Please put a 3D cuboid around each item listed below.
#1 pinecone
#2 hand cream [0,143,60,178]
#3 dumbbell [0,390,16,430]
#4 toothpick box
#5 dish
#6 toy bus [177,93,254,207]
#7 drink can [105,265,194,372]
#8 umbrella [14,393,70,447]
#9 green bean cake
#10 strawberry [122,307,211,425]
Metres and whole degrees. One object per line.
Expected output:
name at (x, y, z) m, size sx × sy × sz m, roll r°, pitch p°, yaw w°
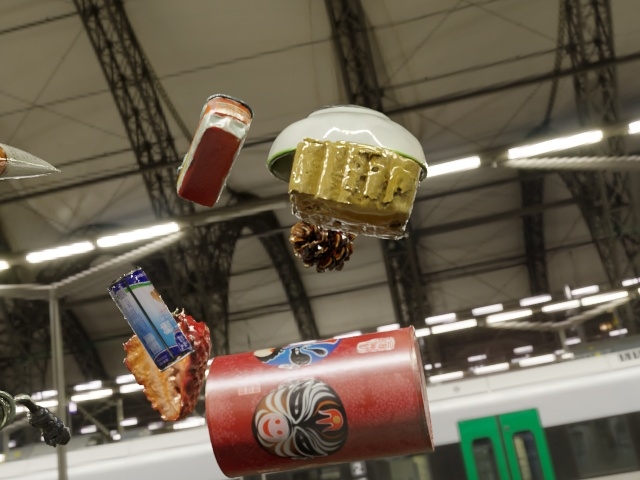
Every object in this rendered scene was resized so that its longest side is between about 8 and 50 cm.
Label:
pinecone at (0.000, 0.000, 1.895) m, size 0.174 × 0.173 × 0.173 m, roll -8°, pitch -18°, yaw -3°
hand cream at (-0.761, -0.195, 1.863) m, size 0.140 × 0.089 × 0.314 m, roll 15°, pitch 6°, yaw 5°
dumbbell at (-0.666, 0.349, 1.556) m, size 0.082 × 0.081 × 0.254 m, roll -4°, pitch -7°, yaw -16°
toothpick box at (0.004, 0.262, 1.242) m, size 0.334 × 0.204 × 0.204 m, roll -9°, pitch -18°, yaw 7°
dish at (0.057, -0.194, 1.541) m, size 0.324 × 0.124 × 0.324 m, roll 3°, pitch -11°, yaw 1°
toy bus at (-0.243, -0.198, 1.742) m, size 0.121 × 0.119 × 0.265 m, roll 21°, pitch -50°, yaw -13°
drink can at (-0.392, 0.181, 1.765) m, size 0.097 × 0.235 × 0.097 m, roll -34°, pitch -1°, yaw 0°
umbrella at (-0.725, 0.472, 2.008) m, size 0.071 × 0.070 × 0.248 m, roll -10°, pitch -41°, yaw 1°
green bean cake at (0.058, -0.083, 1.343) m, size 0.224 × 0.131 × 0.229 m, roll 13°, pitch -10°, yaw 4°
strawberry at (-0.387, 0.333, 2.136) m, size 0.253 × 0.280 × 0.150 m, roll -44°, pitch -20°, yaw 19°
